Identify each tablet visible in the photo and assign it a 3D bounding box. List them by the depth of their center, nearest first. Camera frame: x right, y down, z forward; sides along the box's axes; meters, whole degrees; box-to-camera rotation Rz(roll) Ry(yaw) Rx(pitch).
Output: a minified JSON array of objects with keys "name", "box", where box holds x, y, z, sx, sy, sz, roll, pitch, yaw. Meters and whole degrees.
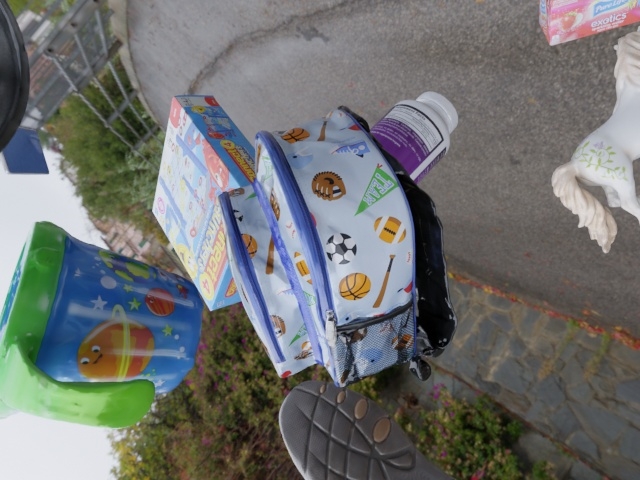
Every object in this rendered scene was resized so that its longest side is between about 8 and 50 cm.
[{"name":"tablet","box":[-0.329,-0.099,0.468,0.083,0.006,0.054,-129,26,-79]}]

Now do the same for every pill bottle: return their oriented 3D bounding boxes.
[{"name":"pill bottle","box":[0.194,-0.220,1.060,0.181,0.323,0.181,41,166,13]}]

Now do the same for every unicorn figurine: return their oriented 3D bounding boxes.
[{"name":"unicorn figurine","box":[0.228,-0.079,0.296,0.111,0.162,0.060,43,170,10]}]

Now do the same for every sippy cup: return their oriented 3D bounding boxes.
[{"name":"sippy cup","box":[-0.292,0.114,0.571,0.224,0.240,0.306,18,-135,-36]}]

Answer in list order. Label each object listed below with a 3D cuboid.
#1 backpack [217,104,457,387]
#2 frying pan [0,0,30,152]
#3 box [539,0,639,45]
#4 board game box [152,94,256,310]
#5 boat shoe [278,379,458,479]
[{"name":"backpack","box":[0.000,0.000,0.473,0.276,0.213,0.263,-127,27,-46]},{"name":"frying pan","box":[-0.333,-0.113,0.211,0.053,0.197,0.326,9,-165,35]},{"name":"box","box":[0.678,-0.591,1.022,0.256,0.128,0.123,-9,140,20]},{"name":"board game box","box":[-0.218,-0.072,0.851,0.086,0.308,0.302,-14,-125,-40]},{"name":"boat shoe","box":[0.088,0.322,0.537,0.355,0.132,0.130,32,147,28]}]
